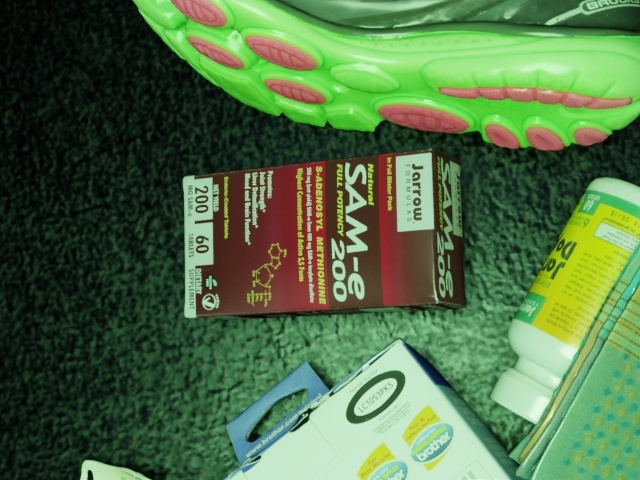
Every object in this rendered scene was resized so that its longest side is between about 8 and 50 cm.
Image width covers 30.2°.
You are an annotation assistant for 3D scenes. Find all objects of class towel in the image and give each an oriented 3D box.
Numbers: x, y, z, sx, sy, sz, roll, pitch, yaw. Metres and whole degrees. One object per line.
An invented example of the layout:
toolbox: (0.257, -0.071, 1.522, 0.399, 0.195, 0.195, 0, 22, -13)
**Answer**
towel: (0.340, 0.082, 0.957, 0.271, 0.040, 0.370, 32, 86, -23)

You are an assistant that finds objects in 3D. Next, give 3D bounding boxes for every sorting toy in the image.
sorting toy: (-0.194, 0.237, 1.075, 0.075, 0.045, 0.083, 25, 88, 17)

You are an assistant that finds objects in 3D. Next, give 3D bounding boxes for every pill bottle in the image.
pill bottle: (0.230, 0.062, 0.994, 0.117, 0.117, 0.208, 29, 89, 10)

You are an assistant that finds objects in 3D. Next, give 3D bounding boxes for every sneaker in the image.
sneaker: (0.055, -0.213, 1.046, 0.483, 0.185, 0.202, 12, 67, 6)

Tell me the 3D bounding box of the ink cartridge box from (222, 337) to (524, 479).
ink cartridge box: (0.058, 0.270, 0.959, 0.270, 0.151, 0.395, -40, 70, 2)

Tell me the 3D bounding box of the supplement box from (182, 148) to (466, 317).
supplement box: (0.000, 0.000, 1.023, 0.239, 0.073, 0.130, -5, 82, 25)
